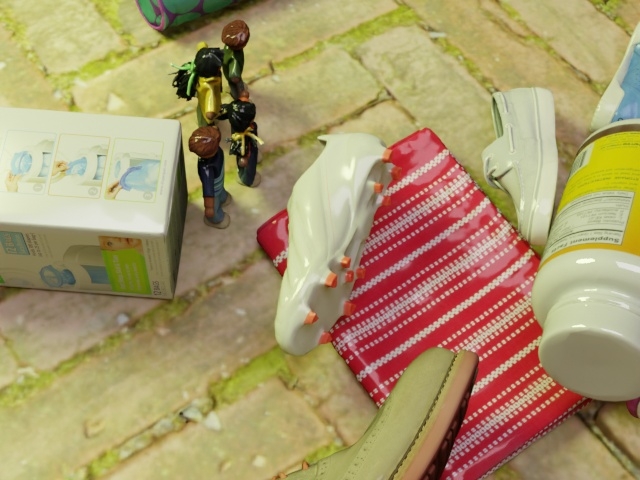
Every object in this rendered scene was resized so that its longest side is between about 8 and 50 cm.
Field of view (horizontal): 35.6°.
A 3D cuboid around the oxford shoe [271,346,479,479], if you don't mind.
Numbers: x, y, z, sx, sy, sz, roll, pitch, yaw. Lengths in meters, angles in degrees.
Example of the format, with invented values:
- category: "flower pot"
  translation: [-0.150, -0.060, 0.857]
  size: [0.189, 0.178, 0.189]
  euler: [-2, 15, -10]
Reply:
- category: "oxford shoe"
  translation: [-0.018, 0.189, 0.665]
  size: [0.130, 0.123, 0.348]
  euler: [32, 64, 20]

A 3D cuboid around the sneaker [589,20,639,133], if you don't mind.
- category: "sneaker"
  translation: [0.317, -0.147, 0.925]
  size: [0.085, 0.058, 0.152]
  euler: [25, 65, 15]

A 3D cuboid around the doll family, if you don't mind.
- category: "doll family"
  translation: [-0.083, -0.103, 0.833]
  size: [0.076, 0.111, 0.193]
  euler: [-9, 62, -10]

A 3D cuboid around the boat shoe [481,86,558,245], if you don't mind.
- category: "boat shoe"
  translation: [0.170, -0.069, 0.858]
  size: [0.063, 0.066, 0.184]
  euler: [2, 52, 7]

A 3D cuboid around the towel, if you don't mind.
- category: "towel"
  translation: [0.098, 0.045, 0.814]
  size: [0.199, 0.031, 0.275]
  euler: [-30, 68, -19]

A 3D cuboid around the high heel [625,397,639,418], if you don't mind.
- category: "high heel"
  translation: [0.301, 0.038, 0.826]
  size: [0.244, 0.082, 0.117]
  euler: [-49, 43, -12]

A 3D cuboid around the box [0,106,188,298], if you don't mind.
- category: "box"
  translation: [-0.212, -0.030, 0.778]
  size: [0.203, 0.114, 0.103]
  euler: [5, 62, -2]

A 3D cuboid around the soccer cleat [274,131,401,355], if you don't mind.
- category: "soccer cleat"
  translation: [0.000, 0.000, 0.783]
  size: [0.076, 0.068, 0.196]
  euler: [11, 64, 25]

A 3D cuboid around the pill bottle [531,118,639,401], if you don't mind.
- category: "pill bottle"
  translation: [0.232, 0.013, 0.761]
  size: [0.117, 0.117, 0.215]
  euler: [22, 52, 7]

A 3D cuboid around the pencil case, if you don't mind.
- category: "pencil case"
  translation: [-0.103, -0.257, 0.947]
  size: [0.152, 0.064, 0.070]
  euler: [-29, 83, -20]
